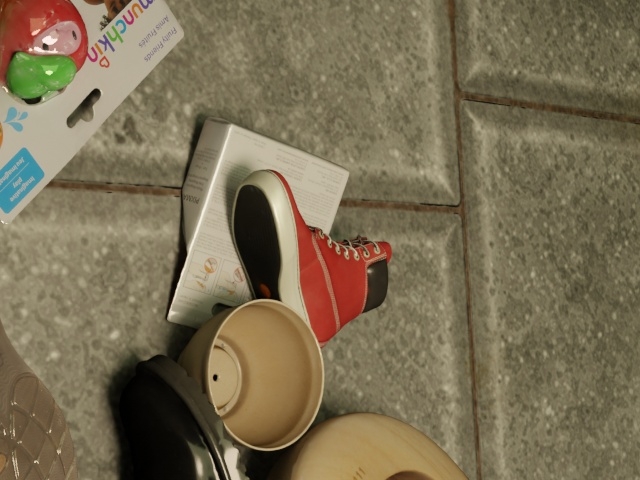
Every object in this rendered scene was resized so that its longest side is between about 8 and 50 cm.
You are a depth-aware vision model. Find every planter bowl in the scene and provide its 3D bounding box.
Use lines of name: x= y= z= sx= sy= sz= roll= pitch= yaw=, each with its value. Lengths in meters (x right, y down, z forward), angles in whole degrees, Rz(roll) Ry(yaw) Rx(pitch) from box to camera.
planter bowl: x=-0.091 y=0.148 z=1.559 sx=0.162 sy=0.109 sz=0.162 roll=7 pitch=80 yaw=-42

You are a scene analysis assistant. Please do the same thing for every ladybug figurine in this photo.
ladybug figurine: x=0.076 y=0.394 z=1.633 sx=0.449 sy=0.162 sz=0.305 roll=56 pitch=48 yaw=-20

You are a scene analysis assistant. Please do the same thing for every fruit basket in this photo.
fruit basket: x=-0.300 y=-0.251 z=1.395 sx=0.353 sy=0.165 sz=0.327 roll=56 pitch=52 yaw=-25

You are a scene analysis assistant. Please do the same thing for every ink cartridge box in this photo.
ink cartridge box: x=-0.082 y=-0.004 z=1.643 sx=0.189 sy=0.066 sz=0.232 roll=20 pitch=92 yaw=-39

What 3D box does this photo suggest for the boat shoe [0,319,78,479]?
boat shoe: x=-0.332 y=0.161 z=1.338 sx=0.123 sy=0.116 sz=0.324 roll=-33 pitch=107 yaw=-48

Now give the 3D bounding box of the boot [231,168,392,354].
boot: x=0.000 y=0.000 z=1.623 sx=0.176 sy=0.088 sz=0.244 roll=-33 pitch=127 yaw=-28

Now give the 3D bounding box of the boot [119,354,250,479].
boot: x=-0.194 y=0.310 z=1.431 sx=0.260 sy=0.131 sz=0.348 roll=-19 pitch=82 yaw=-28
